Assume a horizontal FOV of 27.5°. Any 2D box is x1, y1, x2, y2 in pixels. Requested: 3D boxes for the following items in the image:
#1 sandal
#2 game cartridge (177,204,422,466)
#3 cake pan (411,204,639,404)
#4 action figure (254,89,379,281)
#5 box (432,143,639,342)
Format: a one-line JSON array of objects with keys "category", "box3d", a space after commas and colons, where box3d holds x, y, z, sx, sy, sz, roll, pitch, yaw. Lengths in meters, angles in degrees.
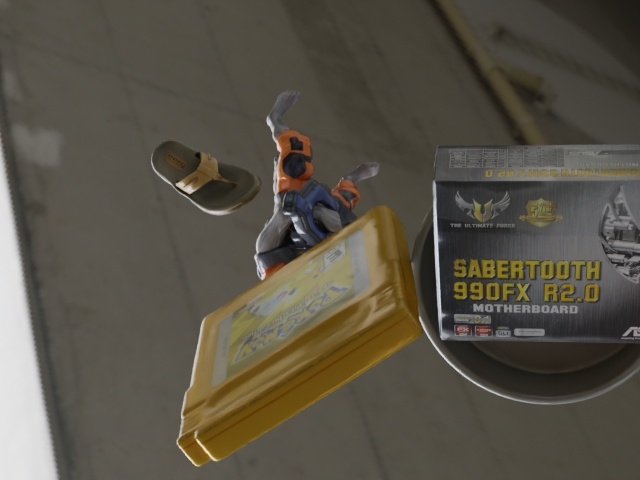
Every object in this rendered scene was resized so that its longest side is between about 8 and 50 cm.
[{"category": "sandal", "box3d": [-0.151, -0.085, 1.624, 0.180, 0.072, 0.049, 29, 167, 35]}, {"category": "game cartridge", "box3d": [-0.025, 0.097, 1.456, 0.052, 0.285, 0.323, 54, -169, -15]}, {"category": "cake pan", "box3d": [0.249, 0.040, 1.469, 0.293, 0.293, 0.054, 37, -157, 2]}, {"category": "action figure", "box3d": [0.000, 0.000, 1.862, 0.341, 0.179, 0.330, 52, -144, -39]}, {"category": "box", "box3d": [0.216, 0.005, 1.134, 0.231, 0.183, 0.056, 1, -141, 8]}]
